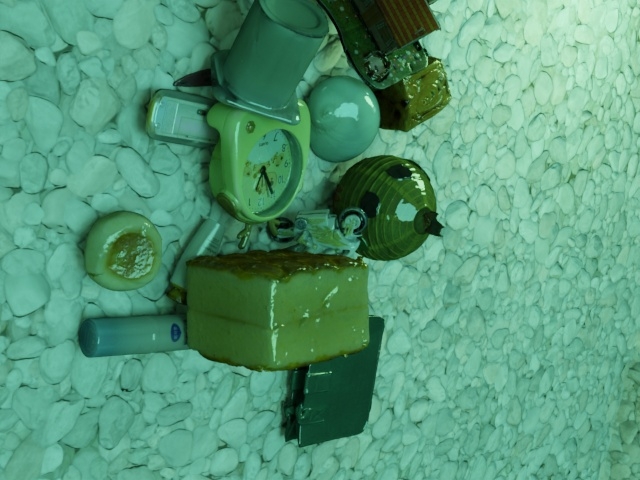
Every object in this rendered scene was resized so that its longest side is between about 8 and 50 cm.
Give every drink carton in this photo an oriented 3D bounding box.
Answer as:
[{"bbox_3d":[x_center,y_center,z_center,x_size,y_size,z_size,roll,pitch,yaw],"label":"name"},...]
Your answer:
[{"bbox_3d":[-0.095,-0.361,1.544,0.186,0.191,0.189,12,132,-20],"label":"drink carton"}]

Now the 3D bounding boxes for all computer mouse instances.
[{"bbox_3d":[-0.261,-0.233,1.576,0.199,0.045,0.102,1,104,-51],"label":"computer mouse"}]

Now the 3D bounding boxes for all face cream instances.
[{"bbox_3d":[-0.344,0.185,1.610,0.250,0.077,0.077,1,102,-43],"label":"face cream"},{"bbox_3d":[-0.253,0.044,1.669,0.072,0.051,0.182,34,80,-45],"label":"face cream"}]

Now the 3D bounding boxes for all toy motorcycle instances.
[{"bbox_3d":[0.000,0.000,1.797,0.074,0.229,0.151,-75,153,-63],"label":"toy motorcycle"}]

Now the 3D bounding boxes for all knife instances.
[{"bbox_3d":[-0.186,-0.331,1.639,0.247,0.018,0.035,-16,116,-38],"label":"knife"}]

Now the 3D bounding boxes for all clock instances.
[{"bbox_3d":[-0.130,-0.141,1.674,0.235,0.096,0.307,-21,122,-49],"label":"clock"}]

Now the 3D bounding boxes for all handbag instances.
[{"bbox_3d":[0.029,0.330,1.996,0.239,0.089,0.326,1,103,-43],"label":"handbag"}]

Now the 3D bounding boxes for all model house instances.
[{"bbox_3d":[0.140,-0.491,1.716,0.207,0.154,0.293,-32,94,-34],"label":"model house"}]

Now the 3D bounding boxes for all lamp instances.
[{"bbox_3d":[0.163,-0.064,1.863,0.250,0.284,0.250,-21,122,-38],"label":"lamp"}]

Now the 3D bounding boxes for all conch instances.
[{"bbox_3d":[0.052,-0.262,1.829,0.185,0.121,0.221,-35,135,6],"label":"conch"}]

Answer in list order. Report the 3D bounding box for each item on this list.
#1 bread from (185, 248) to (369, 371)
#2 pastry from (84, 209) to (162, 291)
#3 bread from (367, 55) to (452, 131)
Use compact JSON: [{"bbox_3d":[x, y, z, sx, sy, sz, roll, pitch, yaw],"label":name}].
[{"bbox_3d":[-0.084,0.131,1.622,0.279,0.279,0.206,-6,100,-48],"label":"bread"},{"bbox_3d":[-0.371,0.020,1.527,0.156,0.092,0.156,-11,107,-40],"label":"pastry"},{"bbox_3d":[0.203,-0.350,1.910,0.158,0.143,0.149,-40,127,-23],"label":"bread"}]
